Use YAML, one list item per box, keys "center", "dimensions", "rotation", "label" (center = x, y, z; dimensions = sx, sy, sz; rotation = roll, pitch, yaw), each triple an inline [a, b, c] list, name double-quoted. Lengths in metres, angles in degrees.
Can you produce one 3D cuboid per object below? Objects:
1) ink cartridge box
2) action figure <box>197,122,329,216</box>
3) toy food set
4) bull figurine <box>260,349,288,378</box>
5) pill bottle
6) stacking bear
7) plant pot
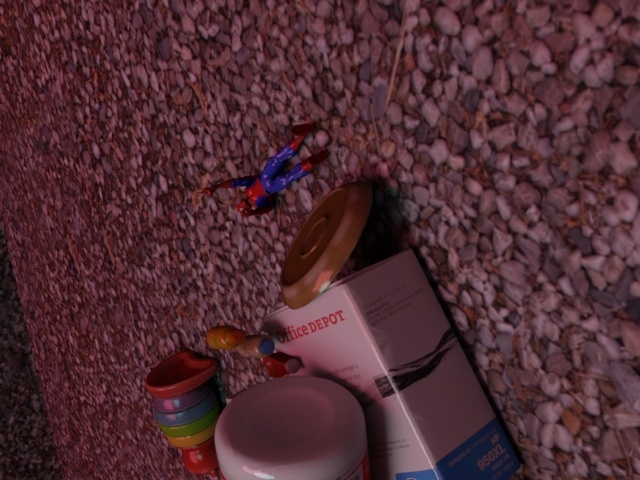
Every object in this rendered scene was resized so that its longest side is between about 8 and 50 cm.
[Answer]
- center: [0.104, 0.245, 1.350]
  dimensions: [0.285, 0.166, 0.395]
  rotation: [-29, 87, 55]
  label: "ink cartridge box"
- center: [-0.113, -0.102, 1.462]
  dimensions: [0.091, 0.139, 0.280]
  rotation: [62, 146, 7]
  label: "action figure"
- center: [-0.095, 0.240, 1.367]
  dimensions: [0.104, 0.111, 0.232]
  rotation: [-14, 96, 62]
  label: "toy food set"
- center: [-0.052, 0.284, 1.628]
  dimensions: [0.188, 0.101, 0.310]
  rotation: [27, 127, 46]
  label: "bull figurine"
- center: [-0.028, 0.439, 1.296]
  dimensions: [0.229, 0.229, 0.408]
  rotation: [22, 128, 43]
  label: "pill bottle"
- center: [-0.310, 0.442, 1.998]
  dimensions: [0.175, 0.164, 0.289]
  rotation: [8, 120, 49]
  label: "stacking bear"
- center: [0.000, 0.000, 1.311]
  dimensions: [0.032, 0.236, 0.236]
  rotation: [33, 147, -17]
  label: "plant pot"
